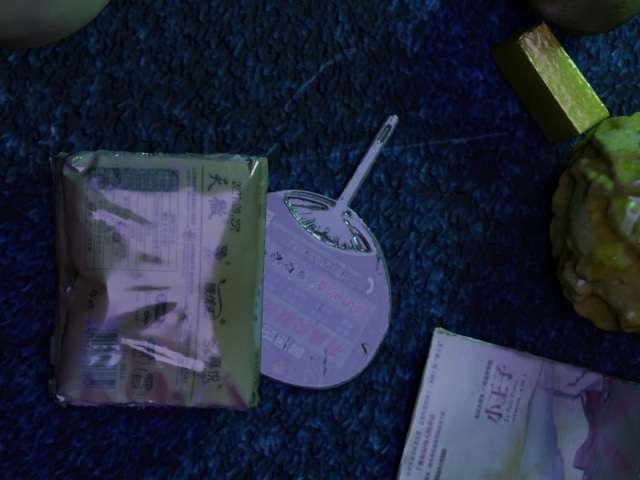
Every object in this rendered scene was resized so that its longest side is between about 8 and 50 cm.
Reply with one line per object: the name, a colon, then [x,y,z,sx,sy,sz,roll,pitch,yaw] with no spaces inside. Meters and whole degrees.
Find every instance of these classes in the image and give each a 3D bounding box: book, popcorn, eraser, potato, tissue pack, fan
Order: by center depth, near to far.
tissue pack: [-0.163,0.039,1.639,0.215,0.123,0.256,2,93,-9]
potato: [0.277,-0.284,1.697,0.157,0.194,0.157,-1,97,-9]
popcorn: [0.360,-0.021,1.714,0.233,0.192,0.266,35,88,-11]
fan: [-0.032,0.008,1.727,0.223,0.012,0.294,3,89,-10]
eraser: [0.238,-0.166,1.737,0.045,0.097,0.122,-36,95,-9]
book: [0.230,0.222,1.773,0.289,0.026,0.201,14,89,-12]

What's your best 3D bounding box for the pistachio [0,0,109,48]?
pistachio: [-0.321,-0.355,1.527,0.445,0.281,0.365,-37,113,-9]
